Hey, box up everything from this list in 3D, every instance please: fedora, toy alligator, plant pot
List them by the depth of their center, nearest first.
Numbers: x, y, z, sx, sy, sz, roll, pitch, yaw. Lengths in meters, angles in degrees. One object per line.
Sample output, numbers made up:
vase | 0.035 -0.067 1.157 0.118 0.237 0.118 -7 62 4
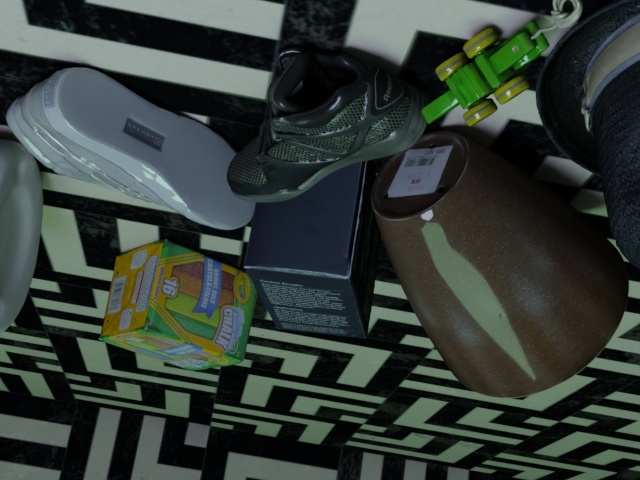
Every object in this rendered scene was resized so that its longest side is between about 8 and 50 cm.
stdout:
fedora | 0.319 -0.063 0.820 0.334 0.153 0.334 7 159 3
toy alligator | 0.151 -0.145 0.828 0.051 0.056 0.189 -30 177 -39
plant pot | 0.156 0.004 1.028 0.215 0.215 0.230 -10 137 39

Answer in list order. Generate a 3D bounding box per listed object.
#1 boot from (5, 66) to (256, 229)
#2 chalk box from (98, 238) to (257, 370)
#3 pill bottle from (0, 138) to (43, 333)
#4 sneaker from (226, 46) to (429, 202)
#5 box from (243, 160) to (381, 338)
boot | -0.192 -0.087 1.068 0.258 0.095 0.123 35 154 -33
chalk box | -0.178 0.102 1.463 0.213 0.132 0.132 23 155 -35
pill bottle | -0.530 -0.027 1.149 0.392 0.224 0.224 8 159 1
sneaker | -0.027 -0.107 0.940 0.227 0.087 0.130 -18 145 42
box | 0.000 0.000 1.107 0.108 0.153 0.207 5 157 10
